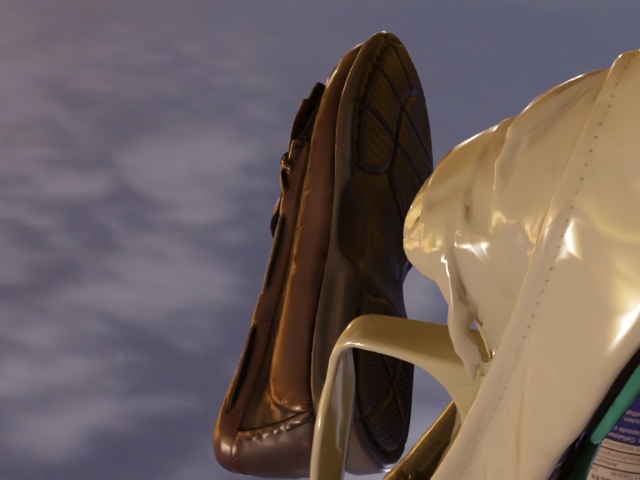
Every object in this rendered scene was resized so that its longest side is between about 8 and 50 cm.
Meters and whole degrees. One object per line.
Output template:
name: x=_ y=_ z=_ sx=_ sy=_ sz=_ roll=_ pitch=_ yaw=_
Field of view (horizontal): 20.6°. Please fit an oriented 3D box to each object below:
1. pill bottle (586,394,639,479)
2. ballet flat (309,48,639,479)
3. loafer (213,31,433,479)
pill bottle: x=0.183 y=0.113 z=1.118 sx=0.112 sy=0.187 sz=0.112 roll=12 pitch=-159 yaw=-5
ballet flat: x=0.074 y=0.045 z=0.709 sx=0.139 sy=0.400 sz=0.139 roll=15 pitch=-145 yaw=-10
loafer: x=0.000 y=0.000 z=0.971 sx=0.095 sy=0.109 sz=0.302 roll=-14 pitch=-137 yaw=22
